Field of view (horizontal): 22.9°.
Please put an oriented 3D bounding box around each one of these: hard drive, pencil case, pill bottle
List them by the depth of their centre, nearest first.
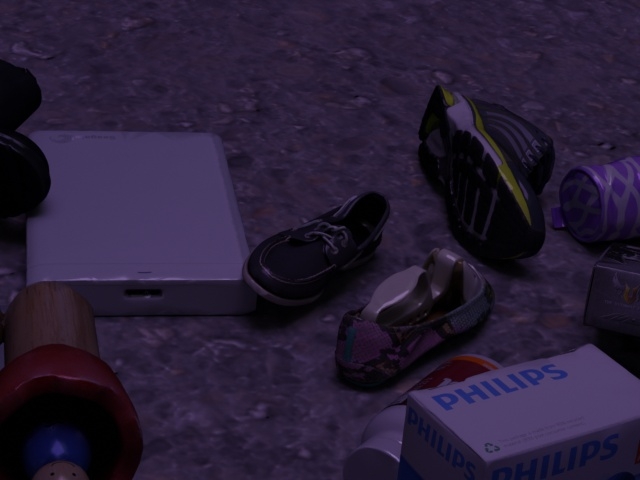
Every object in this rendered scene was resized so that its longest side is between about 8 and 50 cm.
[{"bbox_3d":[0.086,0.151,1.191,0.086,0.086,0.152,22,33,28],"label":"pill bottle"},{"bbox_3d":[-0.179,-0.023,1.517,0.203,0.040,0.307,0,29,-11],"label":"hard drive"},{"bbox_3d":[0.346,-0.046,1.616,0.206,0.086,0.088,-5,-5,-23],"label":"pencil case"}]

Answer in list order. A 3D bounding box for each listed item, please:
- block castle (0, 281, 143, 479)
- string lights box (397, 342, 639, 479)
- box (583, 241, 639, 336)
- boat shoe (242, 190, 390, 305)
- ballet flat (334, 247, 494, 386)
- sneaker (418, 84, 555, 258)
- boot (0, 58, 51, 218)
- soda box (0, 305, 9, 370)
[{"bbox_3d":[-0.324,0.181,0.835,0.453,0.303,0.213,0,22,-11],"label":"block castle"},{"bbox_3d":[0.109,0.198,0.922,0.133,0.259,0.077,-12,33,-29],"label":"string lights box"},{"bbox_3d":[0.355,0.060,1.386,0.231,0.056,0.183,13,9,14],"label":"box"},{"bbox_3d":[0.000,0.000,1.446,0.075,0.065,0.206,41,31,15],"label":"boat shoe"},{"bbox_3d":[0.090,0.053,1.383,0.077,0.079,0.221,23,32,30],"label":"ballet flat"},{"bbox_3d":[0.189,-0.075,1.619,0.121,0.111,0.300,4,30,-12],"label":"sneaker"},{"bbox_3d":[-0.331,-0.113,1.556,0.246,0.094,0.207,2,33,26],"label":"boot"},{"bbox_3d":[-0.258,0.153,1.115,0.098,0.091,0.286,0,28,-10],"label":"soda box"}]
